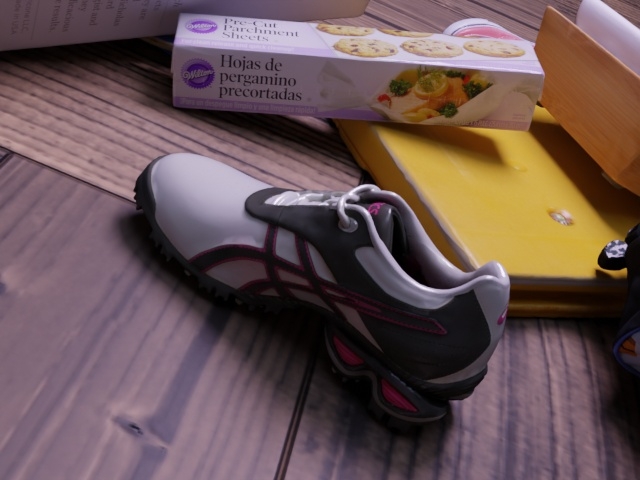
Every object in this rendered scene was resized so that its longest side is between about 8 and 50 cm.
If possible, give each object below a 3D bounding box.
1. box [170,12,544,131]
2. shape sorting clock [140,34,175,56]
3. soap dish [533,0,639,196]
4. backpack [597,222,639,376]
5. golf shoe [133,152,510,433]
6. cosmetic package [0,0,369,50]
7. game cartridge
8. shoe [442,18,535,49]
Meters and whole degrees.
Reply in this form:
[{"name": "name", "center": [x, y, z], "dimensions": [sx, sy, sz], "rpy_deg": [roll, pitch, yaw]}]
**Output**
[{"name": "box", "center": [0.033, -0.149, 0.791], "dimensions": [0.324, 0.063, 0.067], "rpy_deg": [4, 38, -5]}, {"name": "shape sorting clock", "center": [-0.128, -0.233, 0.898], "dimensions": [0.206, 0.040, 0.206], "rpy_deg": [17, 34, -12]}, {"name": "soap dish", "center": [0.354, -0.104, 0.894], "dimensions": [0.291, 0.118, 0.229], "rpy_deg": [24, 25, -33]}, {"name": "backpack", "center": [0.369, 0.074, 0.604], "dimensions": [0.263, 0.276, 0.213], "rpy_deg": [24, 64, -16]}, {"name": "golf shoe", "center": [0.000, 0.000, 0.586], "dimensions": [0.273, 0.120, 0.105], "rpy_deg": [33, 35, 15]}, {"name": "cosmetic package", "center": [-0.158, -0.317, 0.791], "dimensions": [0.453, 0.161, 0.230], "rpy_deg": [-16, 65, -35]}, {"name": "game cartridge", "center": [0.175, -0.052, 0.840], "dimensions": [0.285, 0.052, 0.323], "rpy_deg": [4, 36, -29]}, {"name": "shoe", "center": [0.235, -0.218, 1.090], "dimensions": [0.178, 0.063, 0.081], "rpy_deg": [10, 31, -29]}]
